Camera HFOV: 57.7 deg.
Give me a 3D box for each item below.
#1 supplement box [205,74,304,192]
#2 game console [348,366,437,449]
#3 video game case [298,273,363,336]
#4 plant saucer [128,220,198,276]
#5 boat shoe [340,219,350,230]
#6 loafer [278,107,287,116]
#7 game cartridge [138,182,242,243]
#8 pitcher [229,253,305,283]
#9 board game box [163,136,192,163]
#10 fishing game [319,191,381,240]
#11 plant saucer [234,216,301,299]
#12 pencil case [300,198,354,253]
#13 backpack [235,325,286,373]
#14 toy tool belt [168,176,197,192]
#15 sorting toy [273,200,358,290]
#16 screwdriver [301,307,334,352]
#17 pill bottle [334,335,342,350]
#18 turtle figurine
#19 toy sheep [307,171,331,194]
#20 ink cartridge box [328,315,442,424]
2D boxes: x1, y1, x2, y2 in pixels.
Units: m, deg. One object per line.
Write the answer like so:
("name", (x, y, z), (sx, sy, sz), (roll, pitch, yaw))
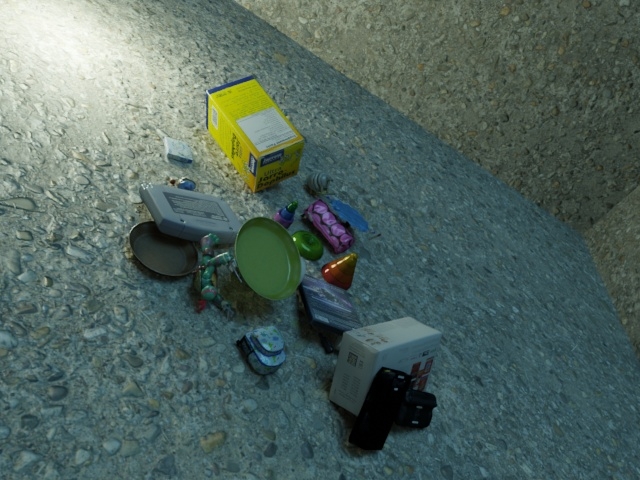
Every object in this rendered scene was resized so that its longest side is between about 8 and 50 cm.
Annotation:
("supplement box", (-0.244, -0.385, 2.094), (0.194, 0.195, 0.356), (-26, 66, -25))
("game console", (0.218, 0.468, 1.588), (0.044, 0.213, 0.361), (22, -3, 40))
("video game case", (0.028, 0.201, 1.785), (0.196, 0.026, 0.274), (24, 19, -23))
("plant saucer", (-0.433, 0.030, 1.592), (0.198, 0.036, 0.198), (26, 34, -19))
("boat shoe", (0.086, -0.054, 2.204), (0.056, 0.048, 0.153), (42, 32, 5))
("loafer", (-0.221, -0.460, 2.362), (0.111, 0.112, 0.319), (21, 32, -4))
("game cartridge", (-0.373, -0.073, 1.723), (0.297, 0.062, 0.198), (10, 39, -47))
("pitcher", (-0.142, 0.046, 1.736), (0.207, 0.178, 0.125), (22, 8, -22))
("board game box", (-0.484, -0.307, 1.976), (0.090, 0.020, 0.090), (14, 40, -34))
("fishing game", (0.105, -0.087, 2.172), (0.264, 0.041, 0.189), (42, 20, 11))
("plant saucer", (-0.151, 0.053, 1.616), (0.241, 0.037, 0.241), (24, 55, -40))
("pencil case", (0.028, -0.048, 2.099), (0.209, 0.095, 0.098), (48, 24, 12))
("backpack", (-0.144, 0.284, 1.519), (0.105, 0.084, 0.114), (-7, 56, -46))
("toy tool belt", (-0.432, -0.171, 1.831), (0.083, 0.052, 0.051), (9, 34, -37))
("sorting toy", (0.000, 0.000, 1.980), (0.365, 0.126, 0.127), (46, 33, 10))
("screwdriver", (-0.009, 0.265, 1.738), (0.025, 0.024, 0.170), (-20, 57, -21))
("pill bottle", (0.103, 0.328, 1.727), (0.120, 0.067, 0.067), (32, 33, -10))
("turtle figurine", (-0.286, 0.097, 1.561), (0.118, 0.175, 0.234), (3, 36, -19))
("toy sheep", (-0.003, -0.227, 2.272), (0.091, 0.132, 0.091), (4, 85, -47))
("ink cartridge box", (0.179, 0.380, 1.637), (0.130, 0.272, 0.309), (23, 17, 40))
